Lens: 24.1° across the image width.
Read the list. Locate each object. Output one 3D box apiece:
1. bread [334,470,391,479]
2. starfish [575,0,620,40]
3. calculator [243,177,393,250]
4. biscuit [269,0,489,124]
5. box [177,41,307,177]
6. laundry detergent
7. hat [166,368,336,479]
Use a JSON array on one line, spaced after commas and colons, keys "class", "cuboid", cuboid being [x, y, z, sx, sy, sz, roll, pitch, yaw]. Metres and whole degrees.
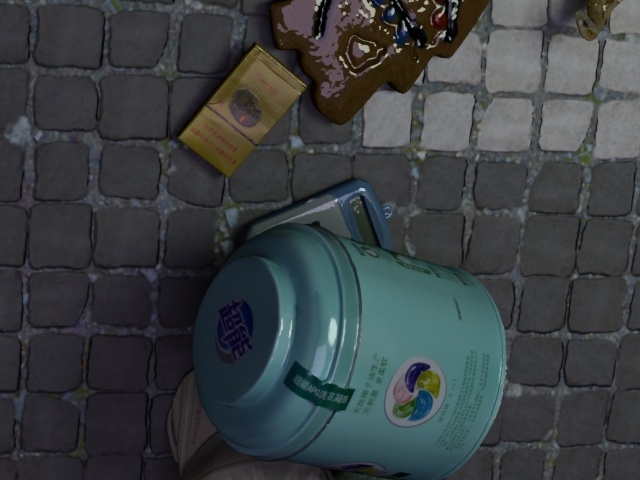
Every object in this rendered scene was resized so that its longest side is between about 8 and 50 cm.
[{"class": "bread", "cuboid": [0.025, 0.364, 1.982, 0.232, 0.172, 0.064, -8, 132, -11]}, {"class": "starfish", "cuboid": [0.415, -0.393, 1.936, 0.375, 0.094, 0.327, 28, 85, -14]}, {"class": "calculator", "cuboid": [0.000, 0.000, 1.950, 0.210, 0.039, 0.121, -23, 110, -10]}, {"class": "biscuit", "cuboid": [0.082, -0.302, 1.894, 0.301, 0.043, 0.278, -16, 108, -11]}, {"class": "box", "cuboid": [-0.098, -0.163, 1.875, 0.087, 0.023, 0.155, 39, 101, -13]}, {"class": "laundry detergent", "cuboid": [0.019, 0.136, 1.820, 0.305, 0.287, 0.287, 16, 99, -35]}, {"class": "hat", "cuboid": [-0.084, 0.258, 1.912, 0.219, 0.164, 0.226, -7, 90, -12]}]
